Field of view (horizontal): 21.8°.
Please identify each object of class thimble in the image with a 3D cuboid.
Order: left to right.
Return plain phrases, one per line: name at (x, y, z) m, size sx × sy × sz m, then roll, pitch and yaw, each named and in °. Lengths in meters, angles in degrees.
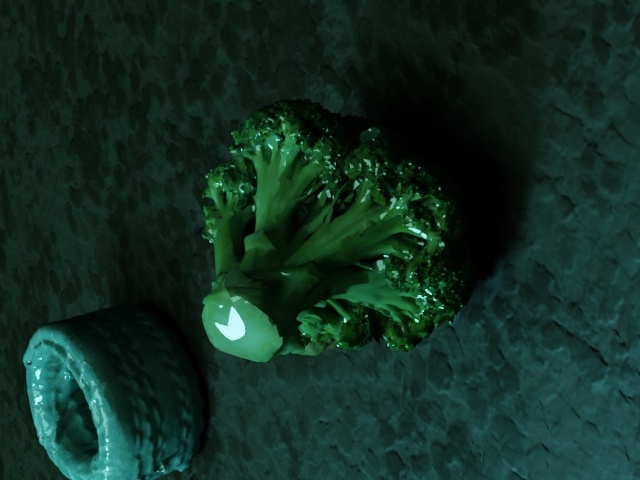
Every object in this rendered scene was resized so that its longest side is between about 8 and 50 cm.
thimble at (-0.242, 0.191, 1.968) m, size 0.235 × 0.143 × 0.198 m, roll 54°, pitch 141°, yaw 31°

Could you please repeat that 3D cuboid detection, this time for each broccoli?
broccoli at (0.000, 0.000, 1.445) m, size 0.270 × 0.270 × 0.270 m, roll 19°, pitch 130°, yaw 24°

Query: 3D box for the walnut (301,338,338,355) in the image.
walnut at (-0.012, 0.069, 1.641) m, size 0.092 × 0.092 × 0.092 m, roll 24°, pitch 120°, yaw 50°
